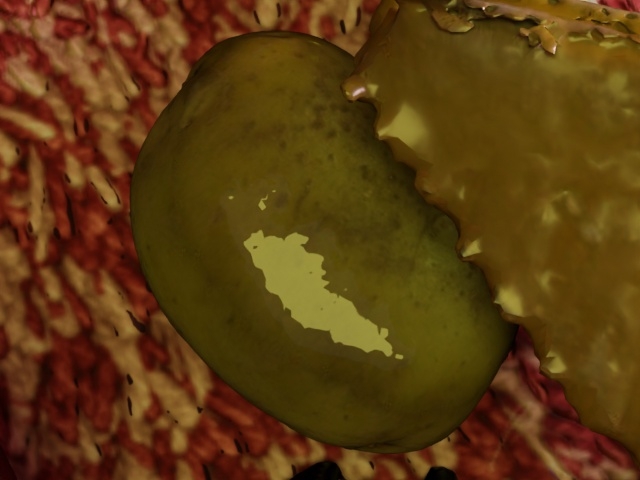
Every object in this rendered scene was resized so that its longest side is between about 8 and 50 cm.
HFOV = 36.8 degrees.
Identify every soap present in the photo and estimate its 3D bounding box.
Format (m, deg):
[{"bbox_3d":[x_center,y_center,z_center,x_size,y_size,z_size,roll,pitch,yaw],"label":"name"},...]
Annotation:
[{"bbox_3d":[0.140,0.048,0.470,0.338,0.169,0.304,19,109,21],"label":"soap"}]

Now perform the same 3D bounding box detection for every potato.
[{"bbox_3d":[0.002,-0.001,0.533,0.228,0.148,0.197,33,75,-2],"label":"potato"}]

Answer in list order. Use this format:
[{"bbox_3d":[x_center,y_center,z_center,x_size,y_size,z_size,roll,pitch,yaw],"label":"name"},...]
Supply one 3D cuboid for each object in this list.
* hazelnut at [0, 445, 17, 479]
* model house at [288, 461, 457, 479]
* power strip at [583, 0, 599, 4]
[{"bbox_3d":[-0.344,0.196,0.415,0.429,0.402,0.402,-7,85,-7],"label":"hazelnut"},{"bbox_3d":[-0.004,0.196,0.528,0.152,0.165,0.106,8,103,6],"label":"model house"},{"bbox_3d":[0.162,-0.082,0.561,0.385,0.091,0.062,43,90,6],"label":"power strip"}]
